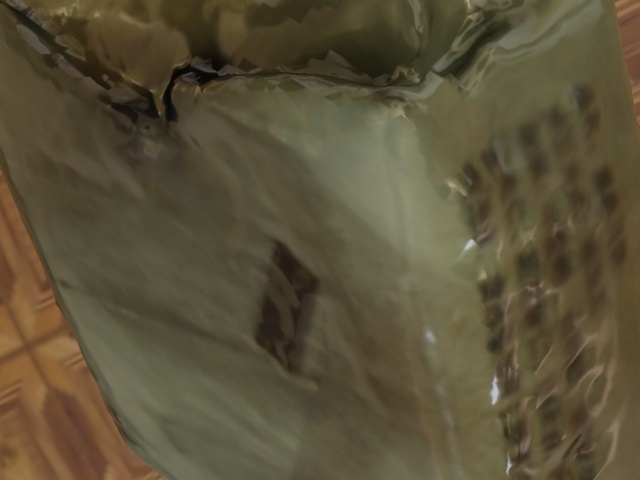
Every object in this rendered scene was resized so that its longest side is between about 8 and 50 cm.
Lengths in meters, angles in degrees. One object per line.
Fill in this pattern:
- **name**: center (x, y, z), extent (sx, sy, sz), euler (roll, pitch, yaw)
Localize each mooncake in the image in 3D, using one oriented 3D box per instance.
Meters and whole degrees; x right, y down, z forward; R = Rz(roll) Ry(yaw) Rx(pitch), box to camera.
- **mooncake**: center (0.004, -0.002, 0.593), extent (0.250, 0.136, 0.254), euler (20, 136, 45)
